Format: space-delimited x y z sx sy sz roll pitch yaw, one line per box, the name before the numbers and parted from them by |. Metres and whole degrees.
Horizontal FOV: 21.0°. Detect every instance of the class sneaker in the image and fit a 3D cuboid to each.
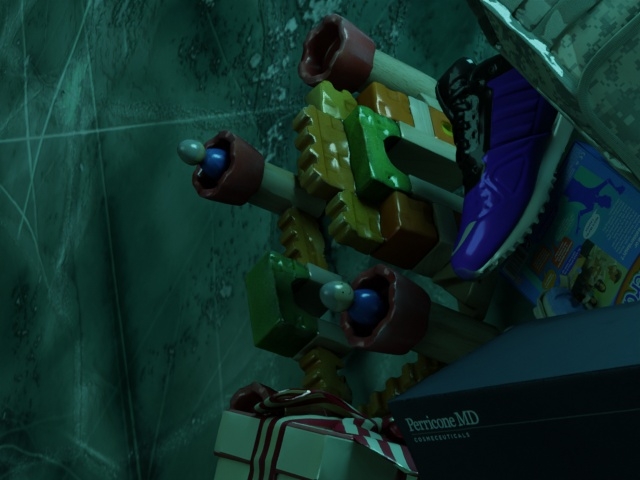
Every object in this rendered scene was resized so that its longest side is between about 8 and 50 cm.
sneaker | 0.170 -0.105 1.719 0.293 0.146 0.102 -64 5 -15

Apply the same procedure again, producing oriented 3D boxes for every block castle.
block castle | 0.000 0.000 1.857 0.303 0.213 0.453 -44 39 34

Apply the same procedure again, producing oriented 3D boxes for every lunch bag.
lunch bag | 0.305 -0.197 1.562 0.235 0.169 0.287 -42 62 1

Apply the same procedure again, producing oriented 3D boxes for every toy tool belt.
toy tool belt | 0.236 0.072 1.613 0.083 0.052 0.051 55 130 46

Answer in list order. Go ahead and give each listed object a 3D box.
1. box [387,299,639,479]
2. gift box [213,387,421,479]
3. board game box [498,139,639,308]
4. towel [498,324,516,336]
box | 0.270 0.216 1.353 0.343 0.179 0.312 -15 100 53
gift box | 0.048 0.283 1.608 0.276 0.255 0.258 1 77 57
board game box | 0.278 0.021 1.663 0.160 0.047 0.210 -61 37 16
towel | 0.186 0.244 1.692 0.187 0.049 0.282 36 103 51
